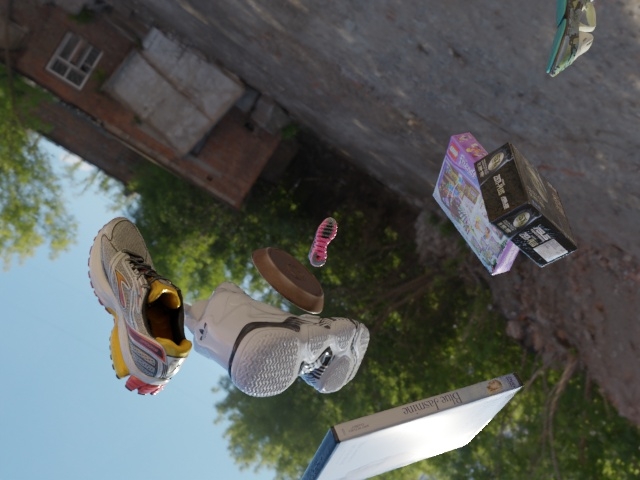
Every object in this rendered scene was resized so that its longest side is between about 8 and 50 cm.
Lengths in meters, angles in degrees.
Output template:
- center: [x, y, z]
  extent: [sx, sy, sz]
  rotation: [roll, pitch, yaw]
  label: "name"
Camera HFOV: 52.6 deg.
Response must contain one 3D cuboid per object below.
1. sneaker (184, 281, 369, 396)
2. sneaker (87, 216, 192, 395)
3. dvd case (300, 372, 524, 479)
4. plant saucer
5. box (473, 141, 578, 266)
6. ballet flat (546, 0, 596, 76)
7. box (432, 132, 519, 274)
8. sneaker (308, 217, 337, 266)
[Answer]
- center: [-0.073, 0.159, 1.113]
  extent: [0.210, 0.137, 0.366]
  rotation: [27, -171, 33]
  label: "sneaker"
- center: [-0.204, 0.063, 0.768]
  extent: [0.088, 0.092, 0.225]
  rotation: [12, -135, -52]
  label: "sneaker"
- center: [0.106, 0.239, 0.786]
  extent: [0.253, 0.180, 0.022]
  rotation: [-9, -127, -24]
  label: "dvd case"
- center: [-0.053, 0.067, 1.199]
  extent: [0.168, 0.029, 0.168]
  rotation: [39, -166, -12]
  label: "plant saucer"
- center: [0.365, -0.061, 1.151]
  extent: [0.180, 0.077, 0.147]
  rotation: [33, -141, -35]
  label: "box"
- center: [0.404, -0.335, 1.027]
  extent: [0.070, 0.188, 0.070]
  rotation: [14, 158, 6]
  label: "ballet flat"
- center: [0.385, -0.091, 1.558]
  extent: [0.057, 0.201, 0.293]
  rotation: [-13, -129, -19]
  label: "box"
- center: [0.000, 0.000, 1.526]
  extent: [0.047, 0.119, 0.057]
  rotation: [21, -177, -18]
  label: "sneaker"
